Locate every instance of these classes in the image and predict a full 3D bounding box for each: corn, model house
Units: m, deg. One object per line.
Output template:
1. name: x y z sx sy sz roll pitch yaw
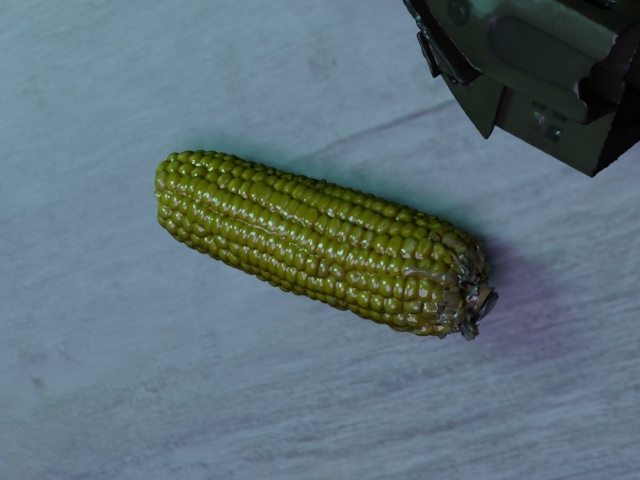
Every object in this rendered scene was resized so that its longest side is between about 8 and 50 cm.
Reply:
1. corn: 0.000 0.000 1.070 0.317 0.115 0.115 18 125 13
2. model house: 0.129 -0.187 0.860 0.243 0.204 0.211 32 129 24
